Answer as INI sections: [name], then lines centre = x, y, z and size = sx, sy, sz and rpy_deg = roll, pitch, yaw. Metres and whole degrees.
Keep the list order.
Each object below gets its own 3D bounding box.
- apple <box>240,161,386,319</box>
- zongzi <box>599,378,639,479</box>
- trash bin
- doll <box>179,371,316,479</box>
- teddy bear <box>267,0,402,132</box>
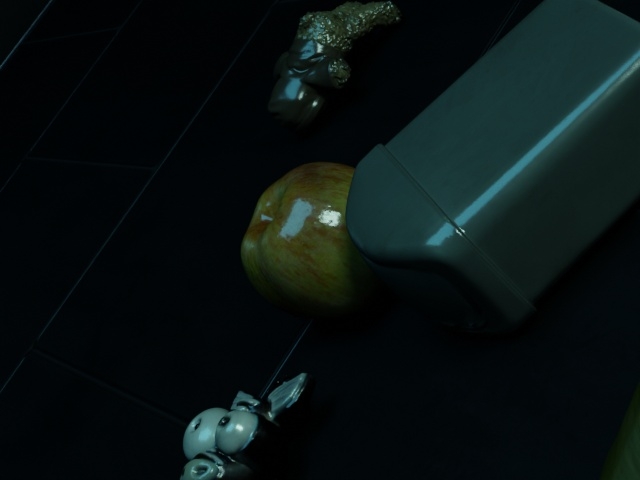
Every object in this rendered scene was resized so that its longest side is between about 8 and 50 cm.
[apple]
centre = 0.002, -0.002, 1.005
size = 0.126, 0.102, 0.126
rpy_deg = -43, 25, 25
[zongzi]
centre = 0.271, 0.094, 0.504
size = 0.154, 0.318, 0.289
rpy_deg = -89, 7, -51
[trash bin]
centre = 0.130, -0.051, 0.885
size = 0.236, 0.101, 0.176
rpy_deg = -44, 26, 6
[doll]
centre = -0.072, 0.181, 0.924
size = 0.091, 0.067, 0.219
rpy_deg = -22, 36, 50
[teddy bear]
centre = 0.000, -0.183, 1.272
size = 0.119, 0.078, 0.160
rpy_deg = 11, 63, 56
